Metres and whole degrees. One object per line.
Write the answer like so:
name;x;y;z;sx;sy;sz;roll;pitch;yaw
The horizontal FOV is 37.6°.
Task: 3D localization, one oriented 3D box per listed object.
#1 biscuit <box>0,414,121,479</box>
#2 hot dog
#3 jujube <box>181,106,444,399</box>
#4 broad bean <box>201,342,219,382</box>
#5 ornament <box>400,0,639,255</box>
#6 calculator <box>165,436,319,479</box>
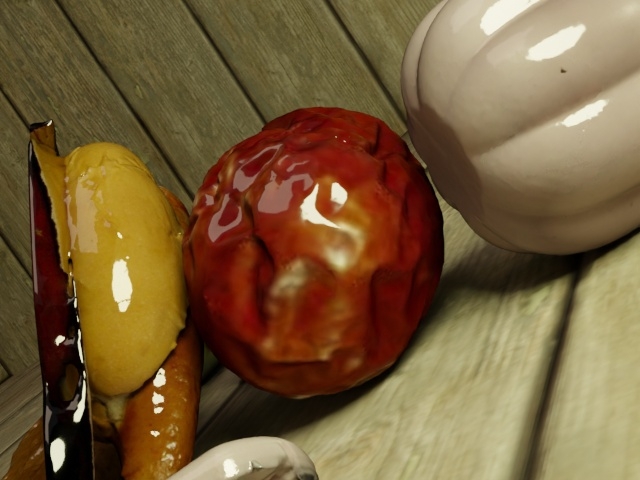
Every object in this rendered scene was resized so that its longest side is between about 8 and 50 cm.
biscuit;-0.196;0.165;0.784;0.186;0.044;0.295;-26;21;29
hot dog;-0.132;0.055;0.644;0.107;0.326;0.194;-6;-28;-12
jujube;0.000;0.000;0.625;0.174;0.174;0.250;-32;5;14
broad bean;-0.168;0.139;0.946;0.207;0.072;0.153;-46;8;-13
ornament;0.140;-0.083;0.552;0.177;0.177;0.177;-33;6;4
calculator;-0.075;0.141;0.381;0.175;0.032;0.100;-34;-29;-4
